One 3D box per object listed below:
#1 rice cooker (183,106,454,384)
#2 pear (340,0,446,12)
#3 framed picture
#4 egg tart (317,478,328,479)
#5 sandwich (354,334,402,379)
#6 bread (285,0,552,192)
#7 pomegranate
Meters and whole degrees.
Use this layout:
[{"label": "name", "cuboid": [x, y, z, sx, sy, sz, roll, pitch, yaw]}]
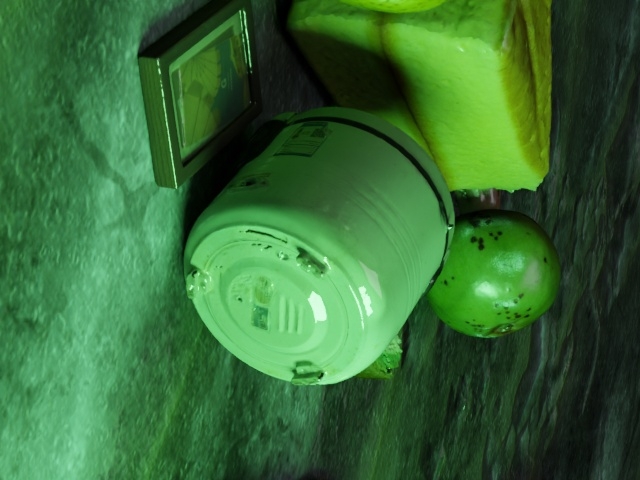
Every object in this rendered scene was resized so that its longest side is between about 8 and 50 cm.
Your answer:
[{"label": "rice cooker", "cuboid": [0.000, 0.000, 1.500, 0.244, 0.226, 0.226, -54, 145, -43]}, {"label": "pear", "cuboid": [0.061, -0.343, 1.420, 0.294, 0.294, 0.294, -36, 131, -57]}, {"label": "framed picture", "cuboid": [-0.105, -0.140, 1.435, 0.168, 0.023, 0.127, -48, 140, -50]}, {"label": "egg tart", "cuboid": [-0.002, 0.364, 1.798, 0.191, 0.074, 0.191, 7, 90, -66]}, {"label": "sandwich", "cuboid": [0.035, 0.050, 1.712, 0.160, 0.109, 0.184, -65, 152, -25]}, {"label": "bread", "cuboid": [0.136, -0.217, 1.696, 0.361, 0.233, 0.244, 58, 45, -61]}, {"label": "pomegranate", "cuboid": [0.214, 0.010, 2.033, 0.181, 0.182, 0.224, 41, 42, -62]}]
